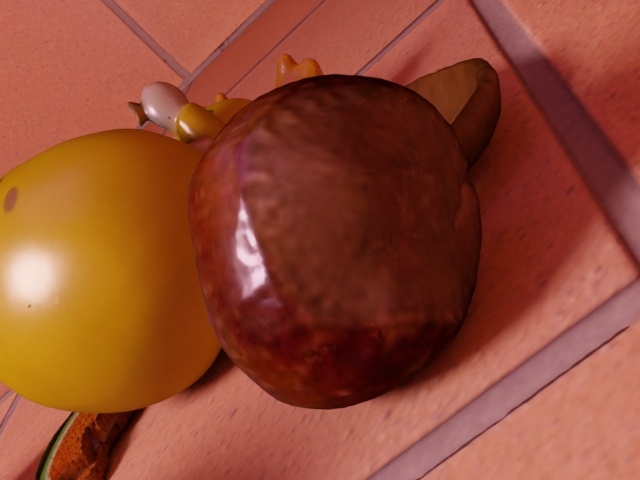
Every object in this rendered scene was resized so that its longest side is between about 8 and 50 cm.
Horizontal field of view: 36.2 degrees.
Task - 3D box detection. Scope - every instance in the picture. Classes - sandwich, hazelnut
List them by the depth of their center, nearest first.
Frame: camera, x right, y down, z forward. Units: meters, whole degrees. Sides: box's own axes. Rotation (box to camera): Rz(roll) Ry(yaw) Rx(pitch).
[{"bbox_3d":[0.000,0.000,0.450,0.143,0.143,0.154,-23,67,53],"label":"hazelnut"},{"bbox_3d":[-0.165,0.142,0.707,0.067,0.029,0.135,-28,23,33],"label":"sandwich"}]

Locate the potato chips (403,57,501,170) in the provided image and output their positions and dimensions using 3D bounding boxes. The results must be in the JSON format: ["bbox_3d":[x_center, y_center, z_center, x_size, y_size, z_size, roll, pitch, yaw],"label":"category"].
[{"bbox_3d":[0.047,-0.050,0.608,0.150,0.049,0.201,-43,15,-21],"label":"potato chips"}]

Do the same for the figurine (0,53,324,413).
[{"bbox_3d":[-0.108,-0.024,0.713,0.215,0.187,0.344,-44,6,41],"label":"figurine"}]
